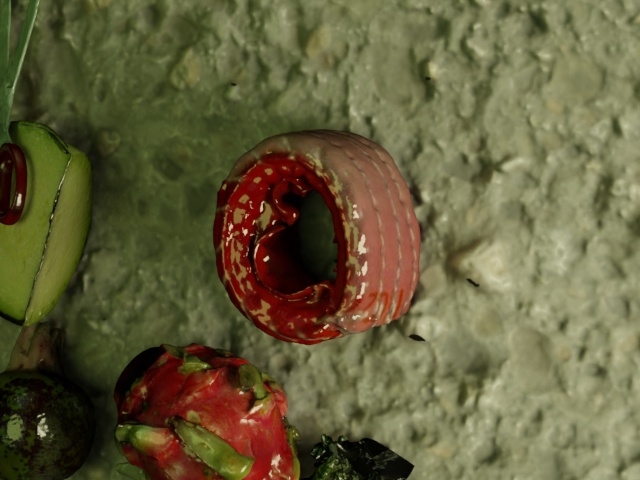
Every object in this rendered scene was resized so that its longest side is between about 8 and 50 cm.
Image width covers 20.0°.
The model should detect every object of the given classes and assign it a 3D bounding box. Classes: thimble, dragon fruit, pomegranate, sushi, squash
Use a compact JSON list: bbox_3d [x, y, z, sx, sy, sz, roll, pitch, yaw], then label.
[{"bbox_3d":[-0.005,-0.005,1.624,0.163,0.125,0.190,-14,88,28],"label":"thimble"},{"bbox_3d":[-0.101,0.183,1.655,0.172,0.166,0.160,37,128,29],"label":"dragon fruit"},{"bbox_3d":[-0.278,0.167,1.783,0.138,0.163,0.125,-11,128,40],"label":"pomegranate"},{"bbox_3d":[0.025,0.224,1.666,0.084,0.056,0.083,31,113,19],"label":"sushi"},{"bbox_3d":[-0.278,-0.023,1.792,0.184,0.085,0.192,29,104,51],"label":"squash"}]

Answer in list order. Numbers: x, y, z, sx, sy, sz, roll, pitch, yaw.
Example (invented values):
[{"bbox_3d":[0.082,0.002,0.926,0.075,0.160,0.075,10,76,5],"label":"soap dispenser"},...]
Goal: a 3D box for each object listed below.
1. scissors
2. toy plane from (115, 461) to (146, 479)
[{"bbox_3d":[-0.310,-0.139,1.777,0.144,0.017,0.248,4,84,53],"label":"scissors"},{"bbox_3d":[-0.148,0.355,1.736,0.092,0.108,0.286,-9,77,27],"label":"toy plane"}]
